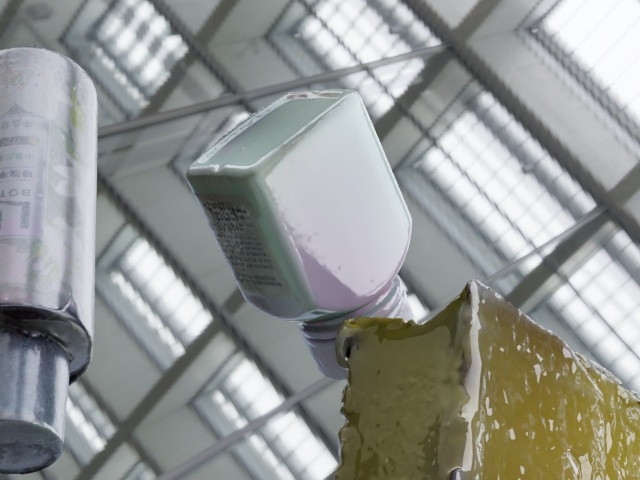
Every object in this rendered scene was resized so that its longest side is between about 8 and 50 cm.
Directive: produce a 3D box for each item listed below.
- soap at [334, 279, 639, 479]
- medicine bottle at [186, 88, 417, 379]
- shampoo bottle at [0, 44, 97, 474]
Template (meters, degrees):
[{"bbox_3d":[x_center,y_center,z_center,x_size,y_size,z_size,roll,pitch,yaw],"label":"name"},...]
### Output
[{"bbox_3d":[0.101,0.124,0.625,0.076,0.233,0.135,-17,-125,40],"label":"soap"},{"bbox_3d":[0.000,0.000,0.625,0.055,0.074,0.118,3,-54,47],"label":"medicine bottle"},{"bbox_3d":[-0.133,0.004,0.627,0.072,0.072,0.214,-41,-142,32],"label":"shampoo bottle"}]
